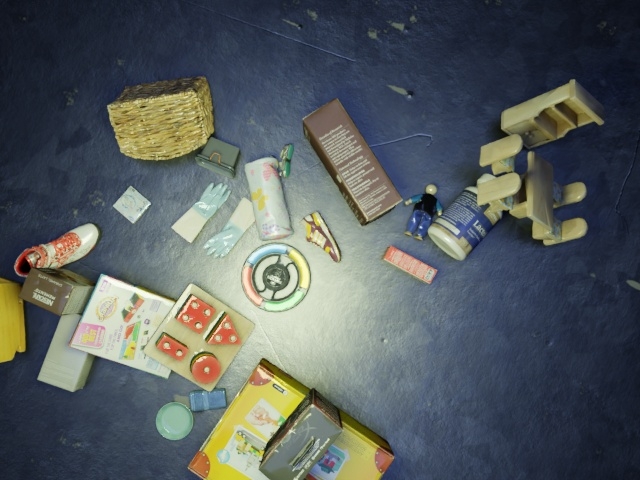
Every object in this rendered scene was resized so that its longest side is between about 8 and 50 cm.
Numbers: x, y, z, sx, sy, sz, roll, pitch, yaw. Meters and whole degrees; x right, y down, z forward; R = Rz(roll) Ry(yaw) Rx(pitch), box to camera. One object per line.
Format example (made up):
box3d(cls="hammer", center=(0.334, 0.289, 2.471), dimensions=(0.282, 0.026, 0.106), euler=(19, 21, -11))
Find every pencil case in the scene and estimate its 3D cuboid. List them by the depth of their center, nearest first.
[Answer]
box3d(cls="pencil case", center=(-0.167, -0.133, 1.940), dimensions=(0.114, 0.124, 0.272), euler=(-14, 85, 26))

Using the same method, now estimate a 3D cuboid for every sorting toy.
box3d(cls="sorting toy", center=(-0.372, 0.310, 1.872), dimensions=(0.256, 0.089, 0.257), euler=(36, 81, -17))

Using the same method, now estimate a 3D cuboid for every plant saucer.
box3d(cls="plant saucer", center=(-0.470, 0.582, 1.935), dimensions=(0.120, 0.021, 0.119), euler=(0, 86, 0))

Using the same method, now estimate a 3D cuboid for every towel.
box3d(cls="towel", center=(-0.363, 0.514, 1.937), dimensions=(0.120, 0.029, 0.067), euler=(-6, 86, 0))

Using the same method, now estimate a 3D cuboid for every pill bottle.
box3d(cls="pill bottle", center=(0.484, -0.078, 1.919), dimensions=(0.153, 0.153, 0.264), euler=(42, 87, 2))

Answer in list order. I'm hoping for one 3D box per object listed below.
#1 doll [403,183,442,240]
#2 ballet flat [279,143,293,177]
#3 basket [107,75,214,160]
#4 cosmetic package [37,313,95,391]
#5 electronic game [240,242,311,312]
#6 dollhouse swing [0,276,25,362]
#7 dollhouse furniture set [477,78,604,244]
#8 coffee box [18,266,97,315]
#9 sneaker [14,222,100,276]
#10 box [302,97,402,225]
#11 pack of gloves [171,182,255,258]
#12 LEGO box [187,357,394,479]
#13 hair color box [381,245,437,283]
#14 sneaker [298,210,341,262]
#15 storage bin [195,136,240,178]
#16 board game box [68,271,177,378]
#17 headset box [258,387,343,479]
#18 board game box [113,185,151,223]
box3d(cls="doll", center=(0.336, -0.099, 1.973), dimensions=(0.129, 0.046, 0.188), euler=(23, 87, 0))
box3d(cls="ballet flat", center=(-0.117, -0.265, 1.990), dimensions=(0.041, 0.041, 0.114), euler=(9, 86, 0))
box3d(cls="basket", center=(-0.504, -0.396, 1.958), dimensions=(0.300, 0.223, 0.213), euler=(-9, 119, 2))
box3d(cls="cosmetic package", center=(-0.787, 0.347, 1.911), dimensions=(0.127, 0.107, 0.237), euler=(21, 83, 0))
box3d(cls="electronic game", center=(-0.145, 0.121, 1.955), dimensions=(0.230, 0.048, 0.229), euler=(0, 86, -1))
box3d(cls="dollhouse swing", center=(-1.142, 0.227, 1.801), dimensions=(0.305, 0.347, 0.314), euler=(-6, 86, 9))
box3d(cls="dollhouse furniture set", center=(0.696, -0.237, 1.807), dimensions=(0.362, 0.257, 0.393), euler=(25, 63, -32))
box3d(cls="coffee box", center=(-0.796, 0.155, 1.849), dimensions=(0.141, 0.246, 0.098), euler=(24, 86, 2))
box3d(cls="sneaker", center=(-0.838, 0.034, 1.908), dimensions=(0.270, 0.145, 0.090), euler=(-34, 87, -3))
box3d(cls="box", center=(0.096, -0.242, 1.909), dimensions=(0.143, 0.191, 0.381), euler=(-30, 86, -2))
box3d(cls="pack of gloves", center=(-0.340, -0.065, 1.978), dimensions=(0.195, 0.046, 0.232), euler=(38, 76, 2))
box3d(cls="LEGO box", center=(-0.084, 0.661, 1.845), dimensions=(0.500, 0.193, 0.372), euler=(34, 86, 2))
box3d(cls="hair color box", center=(0.285, 0.079, 1.937), dimensions=(0.167, 0.093, 0.053), euler=(29, 87, 1))
box3d(cls="sneaker", center=(0.000, 0.000, 1.960), dimensions=(0.084, 0.069, 0.185), euler=(-29, 81, 7))
box3d(cls="storage bin", center=(-0.330, -0.278, 1.963), dimensions=(0.135, 0.098, 0.091), euler=(21, 76, 1))
box3d(cls="board game box", center=(-0.583, 0.268, 1.879), dimensions=(0.317, 0.064, 0.242), euler=(25, 85, -20))
box3d(cls="headset box", center=(-0.050, 0.535, 1.612), dimensions=(0.110, 0.293, 0.218), euler=(40, 85, 3))
box3d(cls="board game box", center=(-0.623, -0.118, 1.982), dimensions=(0.090, 0.020, 0.090), euler=(41, 86, 2))
